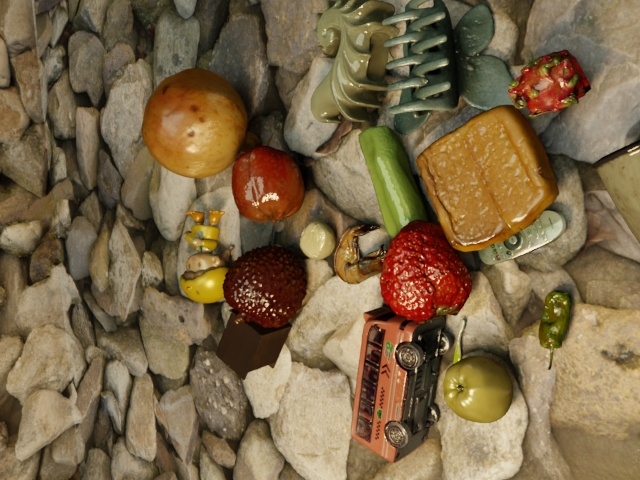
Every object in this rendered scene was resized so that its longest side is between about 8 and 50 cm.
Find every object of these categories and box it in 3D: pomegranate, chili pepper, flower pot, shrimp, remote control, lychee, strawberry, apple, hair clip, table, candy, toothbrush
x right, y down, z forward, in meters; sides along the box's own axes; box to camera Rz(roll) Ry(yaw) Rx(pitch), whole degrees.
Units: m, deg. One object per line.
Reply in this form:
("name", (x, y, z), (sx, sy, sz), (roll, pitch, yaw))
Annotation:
("pomegranate", (-0.401, -0.386, 2.063), (0.410, 0.410, 0.410), (4, 97, 35))
("chili pepper", (0.608, 0.232, 1.567), (0.072, 0.073, 0.204), (12, 90, 52))
("flower pot", (0.096, -0.532, 1.802), (0.254, 0.164, 0.367), (19, 109, 44))
("flower pot", (0.796, -0.088, 1.287), (0.293, 0.293, 0.330), (-26, 87, 34))
("shrimp", (0.150, 0.030, 1.881), (0.289, 0.075, 0.178), (-29, 75, 47))
("remote control", (0.538, -0.008, 1.609), (0.256, 0.045, 0.097), (-26, 71, 38))
("lychee", (-0.188, 0.158, 2.012), (0.275, 0.276, 0.304), (33, 81, 29))
("strawberry", (0.286, 0.080, 1.661), (0.257, 0.257, 0.277), (4, 101, 35))
("apple", (0.431, 0.408, 1.645), (0.200, 0.200, 0.200), (4, 97, 35))
("hair clip", (0.309, -0.481, 1.613), (0.392, 0.238, 0.318), (-4, 89, 36))
("table", (-0.243, 0.351, 2.123), (0.172, 0.169, 0.193), (34, 114, 28))
("candy", (0.209, -0.172, 1.771), (0.132, 0.142, 0.343), (-27, 78, 44))
("toothbrush", (0.397, 0.354, 1.754), (0.022, 0.026, 0.263), (17, 104, 39))

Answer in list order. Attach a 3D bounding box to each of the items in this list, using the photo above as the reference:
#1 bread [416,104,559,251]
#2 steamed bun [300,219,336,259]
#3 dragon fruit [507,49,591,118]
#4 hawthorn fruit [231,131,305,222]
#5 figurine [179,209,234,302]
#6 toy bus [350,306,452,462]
("bread", (0.451, -0.162, 1.592), (0.328, 0.148, 0.337), (-34, 68, 32))
("steamed bun", (0.000, 0.000, 1.963), (0.112, 0.091, 0.130), (36, 117, 32))
("dragon fruit", (0.561, -0.380, 1.483), (0.172, 0.160, 0.166), (-29, 42, 23))
("hawthorn fruit", (-0.180, -0.183, 1.984), (0.258, 0.258, 0.262), (-32, 97, 33))
("figurine", (-0.422, 0.061, 2.222), (0.215, 0.187, 0.344), (-1, 88, 45))
("toy bus", (0.228, 0.411, 1.776), (0.233, 0.203, 0.427), (16, 106, 38))
